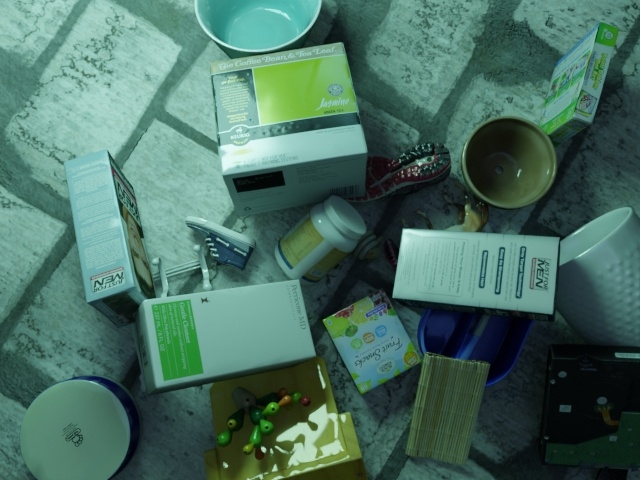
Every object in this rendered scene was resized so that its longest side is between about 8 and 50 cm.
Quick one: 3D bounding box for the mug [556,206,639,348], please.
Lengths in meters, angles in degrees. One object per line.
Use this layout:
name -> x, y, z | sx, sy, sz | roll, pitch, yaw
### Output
mug -> 0.746, 0.108, 1.521 | 0.374, 0.276, 0.328 | -35, 88, -33

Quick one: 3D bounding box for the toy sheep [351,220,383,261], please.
toy sheep -> 0.102, -0.001, 1.600 | 0.091, 0.091, 0.132 | -45, 72, -6

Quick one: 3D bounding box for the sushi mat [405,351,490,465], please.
sushi mat -> 0.297, 0.406, 1.496 | 0.151, 0.019, 0.316 | 7, 116, 4

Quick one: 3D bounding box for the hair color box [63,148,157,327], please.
hair color box -> -0.490, -0.005, 1.485 | 0.113, 0.185, 0.374 | -18, 65, -3

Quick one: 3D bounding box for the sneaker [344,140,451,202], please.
sneaker -> 0.189, -0.153, 1.612 | 0.299, 0.112, 0.121 | -12, 67, 10

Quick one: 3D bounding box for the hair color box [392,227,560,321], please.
hair color box -> 0.352, 0.076, 1.423 | 0.347, 0.105, 0.174 | 4, 75, 23

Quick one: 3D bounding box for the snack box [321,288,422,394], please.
snack box -> 0.126, 0.250, 1.574 | 0.174, 0.070, 0.207 | -28, 86, -5

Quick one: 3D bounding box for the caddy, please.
caddy -> 0.377, 0.189, 1.532 | 0.241, 0.179, 0.341 | 25, 83, 1

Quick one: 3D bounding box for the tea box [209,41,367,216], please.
tea box -> -0.076, -0.266, 1.523 | 0.329, 0.220, 0.323 | -8, 67, -1

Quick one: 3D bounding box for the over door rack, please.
over door rack -> -0.364, 0.194, 1.556 | 0.239, 0.108, 0.324 | -17, 84, -2

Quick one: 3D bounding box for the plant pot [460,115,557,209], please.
plant pot -> 0.470, -0.189, 1.614 | 0.237, 0.110, 0.237 | 0, 83, 0

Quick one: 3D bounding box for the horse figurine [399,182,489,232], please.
horse figurine -> 0.333, -0.033, 1.616 | 0.263, 0.066, 0.174 | -32, 79, -2

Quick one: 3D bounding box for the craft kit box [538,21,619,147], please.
craft kit box -> 0.628, -0.373, 1.570 | 0.061, 0.250, 0.246 | 21, 83, 0

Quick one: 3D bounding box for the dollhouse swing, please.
dollhouse swing -> -0.087, 0.505, 1.545 | 0.347, 0.305, 0.315 | -15, 125, -3

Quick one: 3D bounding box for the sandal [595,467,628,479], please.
sandal -> 0.732, 0.553, 1.565 | 0.067, 0.040, 0.179 | 39, 69, -2

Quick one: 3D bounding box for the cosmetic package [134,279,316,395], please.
cosmetic package -> -0.217, 0.217, 1.433 | 0.365, 0.155, 0.197 | -8, 75, -26

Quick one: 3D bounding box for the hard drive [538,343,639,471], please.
hard drive -> 0.640, 0.389, 1.459 | 0.237, 0.064, 0.339 | 0, 119, 12

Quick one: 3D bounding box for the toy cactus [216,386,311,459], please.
toy cactus -> -0.144, 0.393, 1.432 | 0.219, 0.180, 0.112 | -35, 121, -18

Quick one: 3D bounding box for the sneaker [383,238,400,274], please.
sneaker -> 0.206, 0.046, 1.620 | 0.057, 0.047, 0.119 | -25, 85, -23

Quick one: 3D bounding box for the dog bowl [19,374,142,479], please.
dog bowl -> -0.574, 0.462, 1.519 | 0.265, 0.104, 0.265 | 0, 83, 0

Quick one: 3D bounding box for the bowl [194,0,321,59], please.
bowl -> -0.153, -0.561, 1.609 | 0.311, 0.163, 0.311 | 0, 70, -1

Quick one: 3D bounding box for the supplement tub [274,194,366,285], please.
supplement tub -> 0.000, 0.000, 1.532 | 0.200, 0.144, 0.144 | -43, 85, 24

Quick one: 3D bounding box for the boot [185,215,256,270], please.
boot -> -0.265, 0.007, 1.598 | 0.190, 0.069, 0.086 | 21, 80, 0
